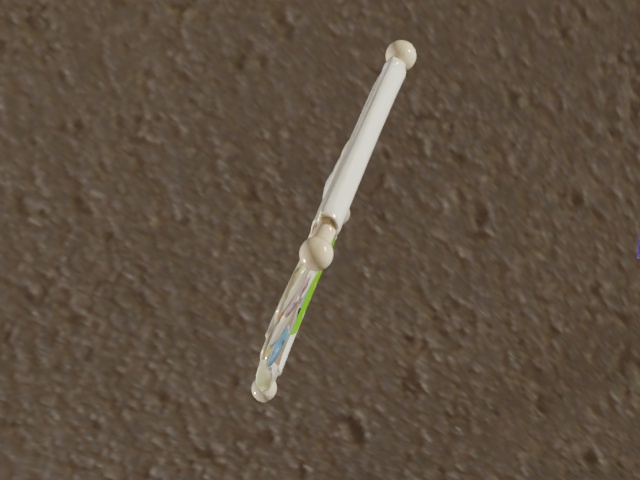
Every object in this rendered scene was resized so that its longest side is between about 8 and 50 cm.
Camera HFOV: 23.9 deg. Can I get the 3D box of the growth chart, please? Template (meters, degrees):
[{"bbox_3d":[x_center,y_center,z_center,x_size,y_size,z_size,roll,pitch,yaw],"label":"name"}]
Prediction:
[{"bbox_3d":[0.000,0.000,0.825,0.021,0.237,0.172,22,63,0],"label":"growth chart"}]

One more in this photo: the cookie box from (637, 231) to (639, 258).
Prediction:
[{"bbox_3d":[0.387,-0.027,1.587,0.091,0.040,0.107,3,79,29],"label":"cookie box"}]
